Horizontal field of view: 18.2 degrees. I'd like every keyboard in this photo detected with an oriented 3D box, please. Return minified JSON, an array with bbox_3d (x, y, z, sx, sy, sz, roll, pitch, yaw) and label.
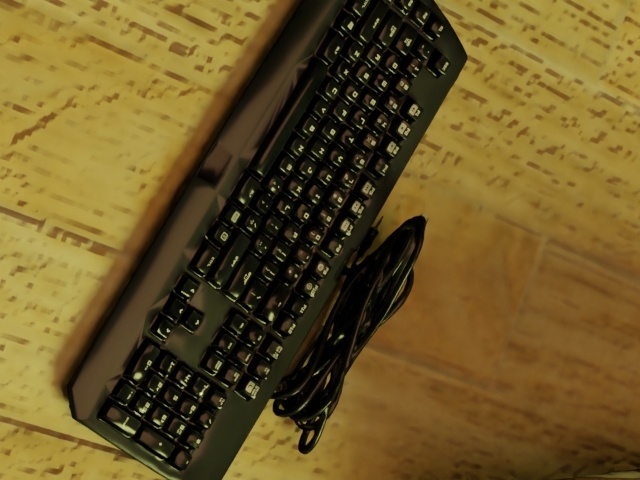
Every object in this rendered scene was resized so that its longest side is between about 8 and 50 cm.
[{"bbox_3d":[0.000,0.000,0.681,0.100,0.038,0.192,39,77,-37],"label":"keyboard"}]

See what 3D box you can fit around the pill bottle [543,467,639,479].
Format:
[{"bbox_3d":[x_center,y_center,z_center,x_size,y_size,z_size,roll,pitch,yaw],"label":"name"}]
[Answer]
[{"bbox_3d":[0.147,0.151,0.769,0.229,0.131,0.131,-1,101,-38],"label":"pill bottle"}]
